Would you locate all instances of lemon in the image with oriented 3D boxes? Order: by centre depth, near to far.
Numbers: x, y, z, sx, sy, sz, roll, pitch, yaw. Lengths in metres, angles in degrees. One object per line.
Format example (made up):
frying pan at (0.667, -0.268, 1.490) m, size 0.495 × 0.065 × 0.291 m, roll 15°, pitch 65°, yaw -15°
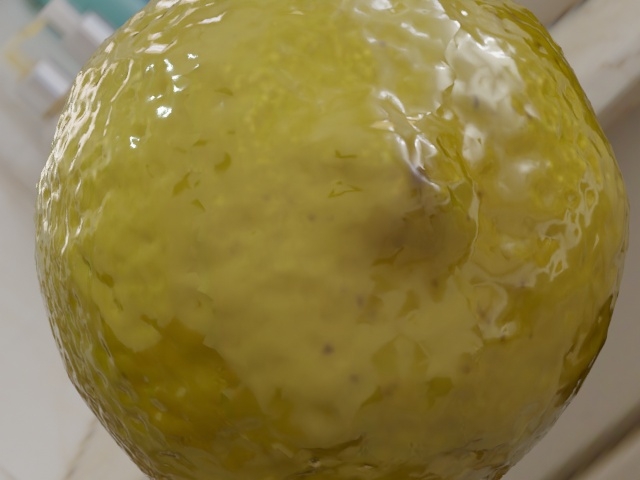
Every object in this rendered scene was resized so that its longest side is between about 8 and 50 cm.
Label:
lemon at (0.000, 0.000, 0.737) m, size 0.253 × 0.253 × 0.310 m, roll -48°, pitch 1°, yaw -7°
